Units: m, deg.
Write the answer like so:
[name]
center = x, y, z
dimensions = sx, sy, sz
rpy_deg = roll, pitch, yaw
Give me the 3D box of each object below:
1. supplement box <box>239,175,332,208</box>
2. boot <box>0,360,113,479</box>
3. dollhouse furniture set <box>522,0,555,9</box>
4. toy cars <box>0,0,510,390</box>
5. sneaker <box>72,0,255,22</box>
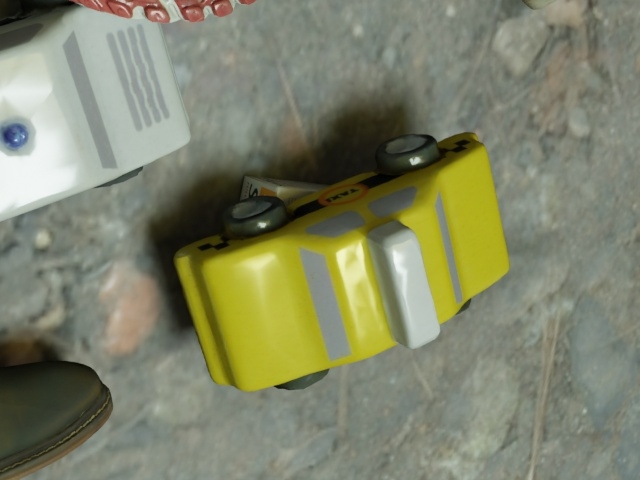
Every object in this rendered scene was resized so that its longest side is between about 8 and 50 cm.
[supplement box]
center = 0.000, 0.000, 0.718
dimensions = 0.098, 0.036, 0.062
rpy_deg = 6, 101, -37
[boot]
center = -0.195, 0.059, 0.564
dimensions = 0.219, 0.082, 0.106
rpy_deg = -11, 114, -32
[dollhouse furniture set]
center = 0.053, -0.328, 0.591
dimensions = 0.355, 0.174, 0.303
rpy_deg = 36, 59, -21
[toy cars]
center = -0.056, -0.018, 0.604
dimensions = 0.393, 0.087, 0.176
rpy_deg = 21, 93, -30
[sneaker]
center = -0.042, -0.171, 0.589
dimensions = 0.225, 0.092, 0.088
rpy_deg = -38, 127, -31
